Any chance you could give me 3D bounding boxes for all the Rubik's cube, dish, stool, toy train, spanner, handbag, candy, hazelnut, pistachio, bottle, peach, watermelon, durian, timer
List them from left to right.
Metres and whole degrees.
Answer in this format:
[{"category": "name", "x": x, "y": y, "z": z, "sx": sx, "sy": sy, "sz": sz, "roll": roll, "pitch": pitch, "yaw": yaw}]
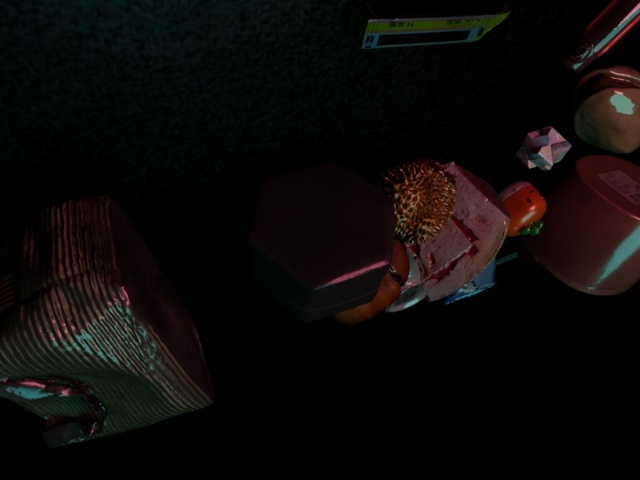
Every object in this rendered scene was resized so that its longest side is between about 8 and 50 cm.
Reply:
[{"category": "handbag", "x": -0.316, "y": 0.125, "z": 0.580, "sx": 0.240, "sy": 0.247, "sz": 0.340, "roll": -24, "pitch": 138, "yaw": -9}, {"category": "stool", "x": 0.000, "y": 0.000, "z": 0.656, "sx": 0.232, "sy": 0.232, "sz": 0.141, "roll": -17, "pitch": 150, "yaw": -15}, {"category": "hazelnut", "x": 0.082, "y": 0.060, "z": 0.833, "sx": 0.212, "sy": 0.181, "sz": 0.181, "roll": -60, "pitch": -174, "yaw": -22}, {"category": "dish", "x": 0.220, "y": 0.124, "z": 1.131, "sx": 0.261, "sy": 0.085, "sz": 0.260, "roll": -18, "pitch": 148, "yaw": -12}, {"category": "durian", "x": 0.160, "y": -0.068, "z": 0.743, "sx": 0.158, "sy": 0.137, "sz": 0.168, "roll": -1, "pitch": 132, "yaw": -38}, {"category": "toy train", "x": 0.136, "y": -0.261, "z": 0.515, "sx": 0.209, "sy": 0.044, "sz": 0.042, "roll": -13, "pitch": 147, "yaw": -20}, {"category": "watermelon", "x": 0.257, "y": -0.038, "z": 0.884, "sx": 0.213, "sy": 0.201, "sz": 0.261, "roll": -47, "pitch": -172, "yaw": 27}, {"category": "candy", "x": 0.448, "y": 0.091, "z": 1.249, "sx": 0.187, "sy": 0.077, "sz": 0.331, "roll": -21, "pitch": 141, "yaw": 4}, {"category": "spanner", "x": 0.580, "y": 0.064, "z": 1.370, "sx": 0.302, "sy": 0.017, "sz": 0.071, "roll": -20, "pitch": 148, "yaw": -11}, {"category": "timer", "x": 0.462, "y": -0.062, "z": 0.989, "sx": 0.099, "sy": 0.136, "sz": 0.136, "roll": -6, "pitch": 145, "yaw": -20}, {"category": "peach", "x": 0.652, "y": 0.029, "z": 1.296, "sx": 0.101, "sy": 0.100, "sz": 0.100, "roll": -19, "pitch": 149, "yaw": -12}, {"category": "Rubik's cube", "x": 0.445, "y": -0.179, "z": 0.841, "sx": 0.075, "sy": 0.073, "sz": 0.084, "roll": -26, "pitch": 152, "yaw": -1}, {"category": "pistachio", "x": 0.539, "y": -0.237, "z": 0.780, "sx": 0.136, "sy": 0.135, "sz": 0.226, "roll": -42, "pitch": 140, "yaw": 25}, {"category": "bottle", "x": 0.430, "y": -0.324, "z": 0.620, "sx": 0.060, "sy": 0.060, "sz": 0.164, "roll": 6, "pitch": 138, "yaw": -41}]

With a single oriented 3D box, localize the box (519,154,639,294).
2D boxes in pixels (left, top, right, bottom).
[{"category": "box", "x": 0.659, "y": -0.046, "z": 0.998, "sx": 0.301, "sy": 0.300, "sz": 0.216, "roll": -11, "pitch": 142, "yaw": -23}]
